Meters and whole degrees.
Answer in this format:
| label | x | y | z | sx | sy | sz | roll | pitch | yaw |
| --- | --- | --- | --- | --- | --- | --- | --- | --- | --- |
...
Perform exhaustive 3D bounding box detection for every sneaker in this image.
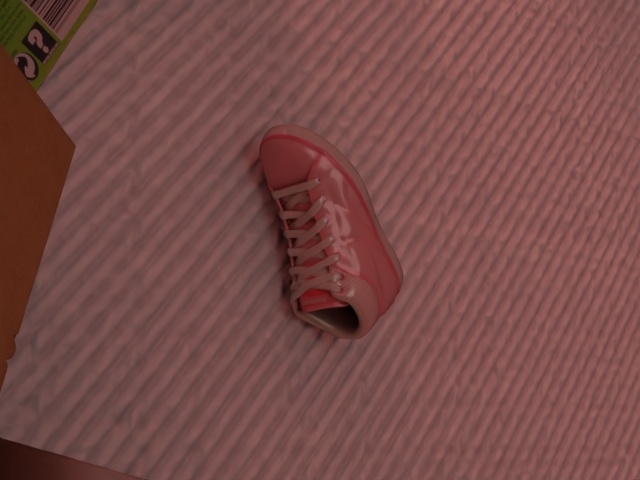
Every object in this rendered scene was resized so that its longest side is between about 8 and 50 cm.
| label | x | y | z | sx | sy | sz | roll | pitch | yaw |
| --- | --- | --- | --- | --- | --- | --- | --- | --- | --- |
| sneaker | 0.000 | 0.000 | 0.758 | 0.134 | 0.051 | 0.070 | 58 | 40 | -23 |

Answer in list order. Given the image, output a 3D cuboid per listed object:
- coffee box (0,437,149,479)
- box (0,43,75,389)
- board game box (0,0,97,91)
| label | x | y | z | sx | sy | sz | roll | pitch | yaw |
| --- | --- | --- | --- | --- | --- | --- | --- | --- | --- |
| coffee box | -0.101 | 0.180 | 0.565 | 0.246 | 0.098 | 0.141 | 25 | 61 | -40 |
| box | -0.171 | -0.050 | 0.509 | 0.164 | 0.021 | 0.201 | -83 | 152 | -43 |
| board game box | -0.223 | -0.160 | 0.584 | 0.259 | 0.039 | 0.124 | 48 | 48 | -30 |
